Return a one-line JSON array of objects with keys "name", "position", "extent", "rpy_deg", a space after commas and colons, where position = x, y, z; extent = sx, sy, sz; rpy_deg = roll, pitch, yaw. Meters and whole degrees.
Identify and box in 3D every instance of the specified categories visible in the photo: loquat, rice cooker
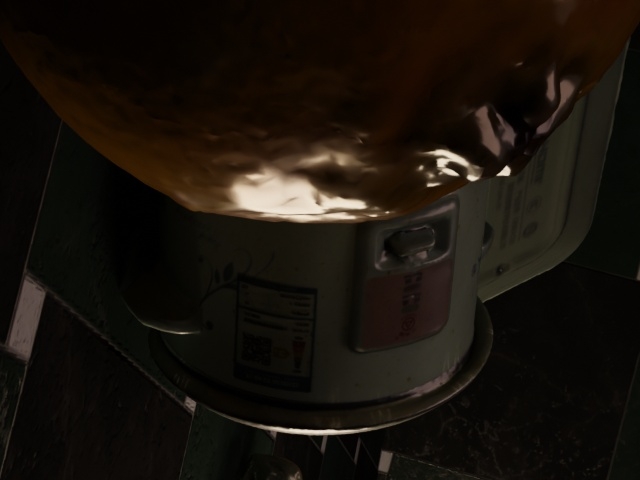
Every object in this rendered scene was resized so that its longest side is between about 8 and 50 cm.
[{"name": "loquat", "position": [-0.005, -0.158, 0.752], "extent": [0.328, 0.328, 0.329], "rpy_deg": [9, 90, -81]}, {"name": "rice cooker", "position": [0.000, 0.000, 1.164], "extent": [0.316, 0.264, 0.317], "rpy_deg": [-18, 125, -28]}]

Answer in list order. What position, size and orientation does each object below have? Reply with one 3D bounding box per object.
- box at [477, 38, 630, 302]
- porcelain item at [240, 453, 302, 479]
[{"name": "box", "position": [0.102, -0.059, 1.477], "extent": [0.111, 0.396, 0.396], "rpy_deg": [54, -20, 33]}, {"name": "porcelain item", "position": [-0.073, 0.311, 1.653], "extent": [0.216, 0.069, 0.081], "rpy_deg": [-62, 164, -67]}]
